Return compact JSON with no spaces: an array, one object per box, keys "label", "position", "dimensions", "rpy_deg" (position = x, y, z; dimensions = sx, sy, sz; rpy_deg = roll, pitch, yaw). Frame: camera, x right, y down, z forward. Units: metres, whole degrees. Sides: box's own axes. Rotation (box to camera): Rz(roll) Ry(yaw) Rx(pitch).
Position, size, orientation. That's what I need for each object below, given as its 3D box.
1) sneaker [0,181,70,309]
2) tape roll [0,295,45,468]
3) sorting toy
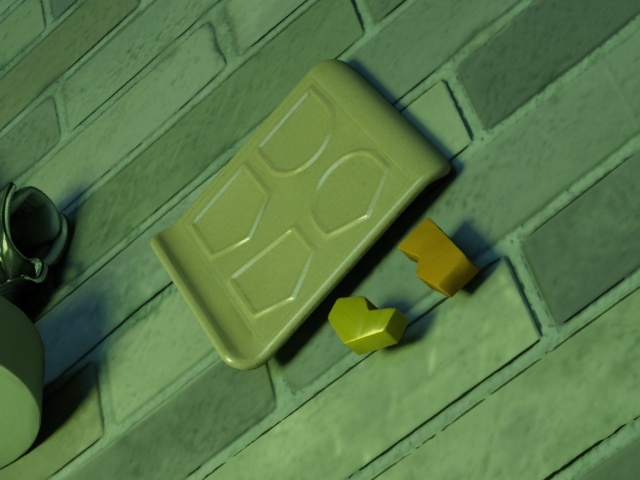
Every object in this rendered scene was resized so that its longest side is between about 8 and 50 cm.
[{"label":"sneaker","position":[-0.326,-0.013,1.554],"dimensions":[0.153,0.101,0.268],"rpy_deg":[-41,45,15]},{"label":"tape roll","position":[-0.347,0.121,1.370],"dimensions":[0.219,0.219,0.072],"rpy_deg":[-30,43,28]},{"label":"sorting toy","position":[0.000,0.000,1.253],"dimensions":[0.229,0.041,0.307],"rpy_deg":[-45,39,5]}]
